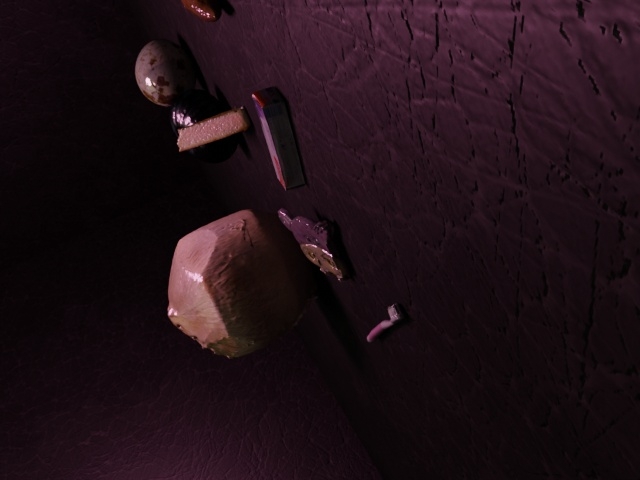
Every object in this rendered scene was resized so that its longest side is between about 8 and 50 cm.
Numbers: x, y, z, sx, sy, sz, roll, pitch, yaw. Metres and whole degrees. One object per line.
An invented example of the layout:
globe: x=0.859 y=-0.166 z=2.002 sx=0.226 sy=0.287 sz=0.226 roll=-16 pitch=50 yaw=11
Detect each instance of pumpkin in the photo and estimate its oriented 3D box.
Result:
pumpkin: x=-0.297 y=-0.295 z=1.488 sx=0.202 sy=0.140 sz=0.202 roll=42 pitch=157 yaw=23

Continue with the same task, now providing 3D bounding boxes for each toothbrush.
toothbrush: x=0.102 y=0.140 z=0.944 sx=0.286 sy=0.020 sz=0.025 roll=100 pitch=150 yaw=-73

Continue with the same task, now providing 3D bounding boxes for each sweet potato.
sweet potato: x=-0.208 y=-0.413 z=0.984 sx=0.218 sy=0.051 sz=0.065 roll=55 pitch=165 yaw=39

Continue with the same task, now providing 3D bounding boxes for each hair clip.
hair clip: x=-0.007 y=0.005 z=1.050 sx=0.146 sy=0.056 sz=0.187 roll=61 pitch=169 yaw=-28

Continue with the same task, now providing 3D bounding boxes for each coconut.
coconut: x=-0.202 y=0.112 z=1.423 sx=0.346 sy=0.361 sz=0.346 roll=60 pitch=167 yaw=23

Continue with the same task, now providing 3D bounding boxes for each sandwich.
sandwich: x=-0.249 y=-0.249 z=1.297 sx=0.058 sy=0.163 sz=0.193 roll=69 pitch=167 yaw=-16

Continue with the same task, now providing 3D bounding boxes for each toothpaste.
toothpaste: x=-0.066 y=-0.162 z=0.954 sx=0.047 sy=0.040 sz=0.196 roll=58 pitch=170 yaw=36

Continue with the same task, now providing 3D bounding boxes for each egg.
egg: x=-0.446 y=-0.487 z=1.651 sx=0.169 sy=0.169 sz=0.231 roll=79 pitch=169 yaw=-57
